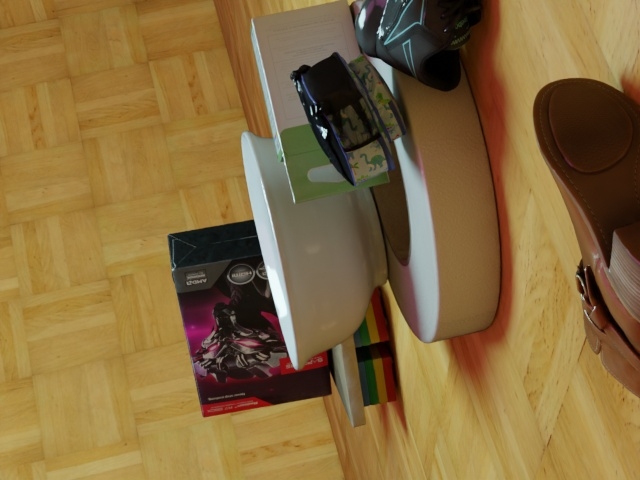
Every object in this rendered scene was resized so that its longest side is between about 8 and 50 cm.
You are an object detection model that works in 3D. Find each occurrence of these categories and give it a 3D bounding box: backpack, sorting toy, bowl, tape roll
[{"bbox_3d":[0.035,-0.117,1.254,0.105,0.084,0.114,-117,3,-56],"label":"backpack"},{"bbox_3d":[0.053,0.132,2.164,0.257,0.089,0.255,-114,14,-62],"label":"sorting toy"},{"bbox_3d":[0.000,0.000,1.570,0.298,0.134,0.298,168,90,-85],"label":"bowl"},{"bbox_3d":[0.104,-0.080,1.430,0.392,0.072,0.392,167,90,-83],"label":"tape roll"}]

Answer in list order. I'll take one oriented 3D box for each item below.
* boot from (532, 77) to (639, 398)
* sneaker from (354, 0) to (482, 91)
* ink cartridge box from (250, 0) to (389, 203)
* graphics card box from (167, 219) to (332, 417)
[{"bbox_3d":[0.190,0.000,0.867,0.152,0.073,0.197,79,177,-51],"label":"boot"},{"bbox_3d":[0.105,-0.237,1.145,0.106,0.101,0.267,47,157,20],"label":"sneaker"},{"bbox_3d":[-0.002,-0.147,1.411,0.062,0.109,0.209,121,136,-81],"label":"ink cartridge box"},{"bbox_3d":[-0.110,0.129,2.130,0.094,0.233,0.371,-103,6,-48],"label":"graphics card box"}]
